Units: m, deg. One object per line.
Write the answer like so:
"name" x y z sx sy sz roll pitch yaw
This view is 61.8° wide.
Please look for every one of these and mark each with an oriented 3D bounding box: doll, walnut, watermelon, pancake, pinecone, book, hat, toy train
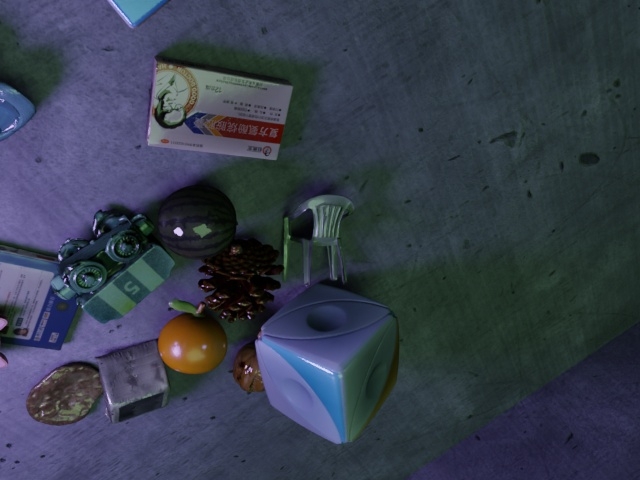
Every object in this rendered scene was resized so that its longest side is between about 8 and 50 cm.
"doll" -0.387 0.291 1.656 0.214 0.213 0.235 6 103 -27
"walnut" -0.225 0.443 1.847 0.156 0.155 0.184 4 117 -26
"watermelon" -0.330 -0.051 1.452 0.212 0.212 0.212 -11 124 -18
"pancake" -0.796 0.481 1.680 0.223 0.042 0.236 7 115 -31
"pinecone" -0.243 0.118 1.583 0.264 0.264 0.264 -11 124 -18
"book" -0.878 0.146 1.435 0.428 0.039 0.300 18 111 -32
"hat" -0.733 -0.295 1.200 0.191 0.077 0.138 -25 141 7
"toy train" -0.555 0.064 1.443 0.299 0.167 0.238 -40 133 -10

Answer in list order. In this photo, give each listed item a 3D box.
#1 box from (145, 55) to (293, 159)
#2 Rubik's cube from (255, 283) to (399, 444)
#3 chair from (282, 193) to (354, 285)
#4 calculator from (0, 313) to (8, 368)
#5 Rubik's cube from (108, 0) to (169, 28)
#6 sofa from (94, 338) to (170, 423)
"box" -0.262 -0.336 1.397 0.354 0.069 0.214 3 118 -24
"Rubik's cube" 0.032 0.386 1.735 0.347 0.352 0.352 -38 136 -42
"chair" 0.000 0.000 1.653 0.204 0.191 0.274 -3 92 -23
"calculator" -1.002 0.257 1.399 0.330 0.048 0.220 5 119 -23
"Rubik's cube" -0.360 -0.633 1.023 0.292 0.291 0.290 -39 127 2
"sofa" -0.600 0.458 1.719 0.210 0.176 0.225 -15 154 -25
